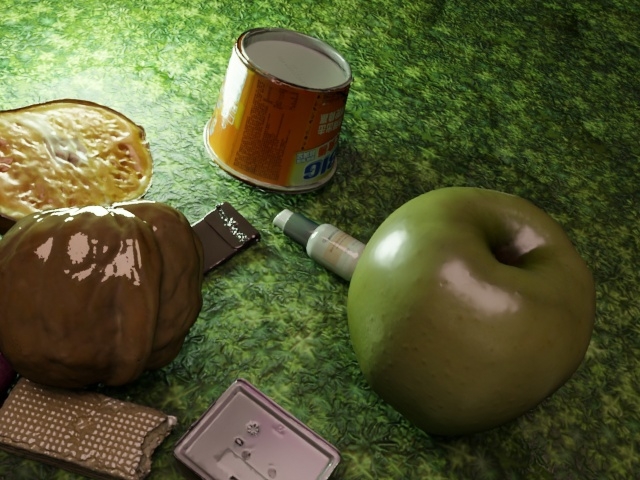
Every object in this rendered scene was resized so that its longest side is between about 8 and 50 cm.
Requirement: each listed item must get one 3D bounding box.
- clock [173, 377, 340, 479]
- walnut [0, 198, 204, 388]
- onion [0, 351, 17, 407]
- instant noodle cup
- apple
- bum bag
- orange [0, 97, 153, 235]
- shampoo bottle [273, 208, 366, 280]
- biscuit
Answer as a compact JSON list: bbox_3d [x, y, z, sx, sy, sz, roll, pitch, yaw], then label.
[{"bbox_3d":[-0.087,0.306,0.834,0.192,0.071,0.147,32,54,17],"label":"clock"},{"bbox_3d":[-0.316,0.075,0.860,0.296,0.285,0.285,-4,49,-39],"label":"walnut"},{"bbox_3d":[-0.479,0.197,0.850,0.115,0.104,0.115,-20,20,8],"label":"onion"},{"bbox_3d":[-0.072,-0.264,1.172,0.296,0.214,0.296,12,42,-11],"label":"instant noodle cup"},{"bbox_3d":[0.204,0.100,0.876,0.357,0.357,0.357,4,51,-5],"label":"apple"},{"bbox_3d":[-0.200,-0.003,1.097,0.159,0.026,0.109,-35,65,-30],"label":"bum bag"},{"bbox_3d":[-0.450,-0.117,1.012,0.274,0.274,0.310,19,8,7],"label":"orange"},{"bbox_3d":[0.000,0.000,1.092,0.192,0.074,0.074,33,54,17],"label":"shampoo bottle"},{"bbox_3d":[-0.331,0.265,0.838,0.238,0.062,0.108,15,51,3],"label":"biscuit"}]
